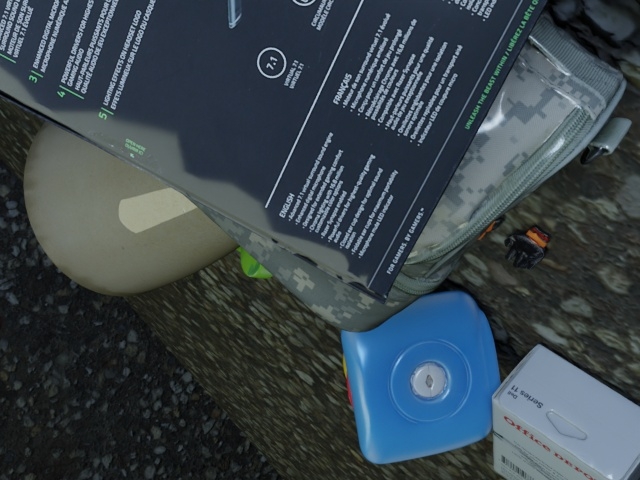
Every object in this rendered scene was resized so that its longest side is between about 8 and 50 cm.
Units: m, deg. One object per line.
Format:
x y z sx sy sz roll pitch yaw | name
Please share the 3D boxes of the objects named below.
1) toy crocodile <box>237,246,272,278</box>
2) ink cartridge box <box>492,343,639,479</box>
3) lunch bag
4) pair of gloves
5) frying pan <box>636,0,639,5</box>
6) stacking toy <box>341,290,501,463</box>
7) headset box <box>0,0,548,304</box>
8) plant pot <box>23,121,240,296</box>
0.000 0.000 1.023 0.115 0.105 0.340 7 179 -31 | toy crocodile
0.270 0.224 0.954 0.153 0.087 0.208 33 159 28 | ink cartridge box
0.021 -0.120 0.597 0.305 0.212 0.256 43 143 -1 | lunch bag
0.167 -0.008 0.804 0.083 0.010 0.074 36 158 13 | pair of gloves
0.247 -0.051 0.471 0.197 0.053 0.326 20 -135 -51 | frying pan
0.085 0.138 1.080 0.302 0.165 0.175 -162 61 -77 | stacking toy
-0.031 -0.154 0.416 0.283 0.246 0.131 27 -160 4 | headset box
-0.156 -0.075 1.008 0.274 0.256 0.256 -10 125 46 | plant pot
